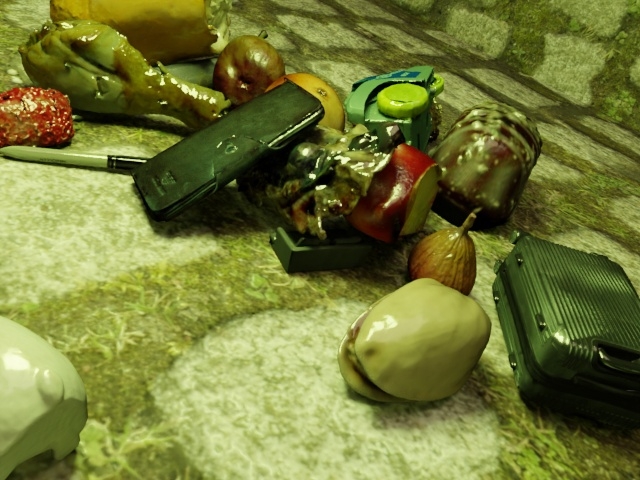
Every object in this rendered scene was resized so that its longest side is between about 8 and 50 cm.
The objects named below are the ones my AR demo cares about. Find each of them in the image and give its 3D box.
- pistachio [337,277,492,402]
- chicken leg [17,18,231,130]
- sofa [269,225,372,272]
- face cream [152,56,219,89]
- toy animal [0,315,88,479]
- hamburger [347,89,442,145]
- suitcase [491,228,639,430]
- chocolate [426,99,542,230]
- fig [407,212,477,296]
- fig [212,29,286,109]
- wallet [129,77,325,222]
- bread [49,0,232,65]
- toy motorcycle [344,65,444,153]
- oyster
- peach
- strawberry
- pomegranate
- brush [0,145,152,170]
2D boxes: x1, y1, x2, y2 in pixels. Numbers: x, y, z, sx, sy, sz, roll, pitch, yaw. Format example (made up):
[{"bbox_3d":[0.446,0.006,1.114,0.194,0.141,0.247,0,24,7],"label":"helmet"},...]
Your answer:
[{"bbox_3d":[0.126,0.128,0.706,0.223,0.126,0.152,-5,76,-31],"label":"pistachio"},{"bbox_3d":[-0.361,-0.297,1.065,0.428,0.201,0.153,19,48,-13],"label":"chicken leg"},{"bbox_3d":[0.000,0.000,0.884,0.147,0.060,0.085,-3,38,-29],"label":"sofa"},{"bbox_3d":[-0.285,-0.385,1.292,0.073,0.073,0.283,30,35,17],"label":"face cream"},{"bbox_3d":[-0.337,0.113,0.498,0.282,0.138,0.140,24,25,22],"label":"toy animal"},{"bbox_3d":[0.185,-0.313,1.358,0.243,0.139,0.262,20,32,2],"label":"hamburger"},{"bbox_3d":[0.380,0.121,0.831,0.202,0.128,0.312,16,33,-4],"label":"suitcase"},{"bbox_3d":[0.360,-0.184,1.194,0.225,0.210,0.340,29,35,12],"label":"chocolate"},{"bbox_3d":[0.194,0.034,0.868,0.118,0.153,0.119,-1,59,2],"label":"fig"},{"bbox_3d":[-0.161,-0.425,1.300,0.146,0.170,0.274,50,30,-39],"label":"fig"},{"bbox_3d":[-0.151,-0.152,0.883,0.317,0.045,0.172,-33,41,-8],"label":"wallet"},{"bbox_3d":[-0.388,-0.517,1.228,0.393,0.251,0.361,-13,-3,-5],"label":"bread"},{"bbox_3d":[0.146,-0.271,1.160,0.199,0.191,0.327,5,42,16],"label":"toy motorcycle"},{"bbox_3d":[-0.029,-0.146,0.912,0.221,0.096,0.361,-43,38,-13],"label":"oyster"},{"bbox_3d":[0.110,-0.092,0.941,0.153,0.159,0.267,21,16,20],"label":"peach"},{"bbox_3d":[-0.502,-0.214,0.931,0.192,0.085,0.140,-5,42,-29],"label":"strawberry"},{"bbox_3d":[-0.041,-0.234,1.096,0.191,0.191,0.191,13,33,-9],"label":"pomegranate"},{"bbox_3d":[-0.371,-0.138,0.924,0.299,0.042,0.039,5,17,-17],"label":"brush"}]
